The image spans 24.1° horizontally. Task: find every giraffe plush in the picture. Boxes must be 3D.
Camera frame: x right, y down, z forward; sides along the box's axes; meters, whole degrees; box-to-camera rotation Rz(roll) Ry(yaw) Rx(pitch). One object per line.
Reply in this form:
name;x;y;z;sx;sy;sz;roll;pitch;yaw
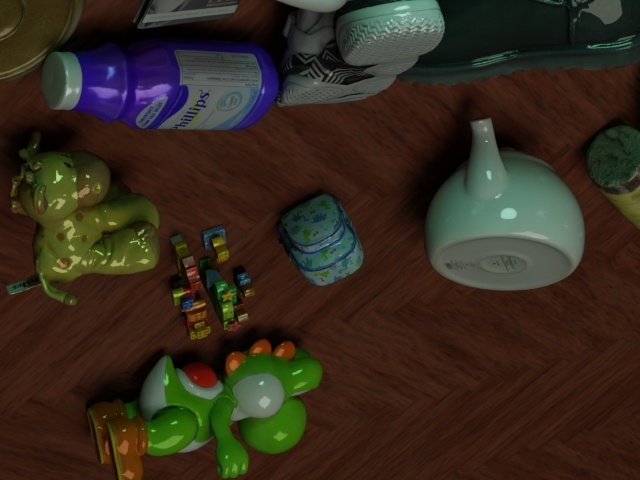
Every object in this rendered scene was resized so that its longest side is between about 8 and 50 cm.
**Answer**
giraffe plush;-0.308;-0.045;1.832;0.210;0.181;0.170;-32;135;-26

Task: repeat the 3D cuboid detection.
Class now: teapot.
teapot;0.273;-0.047;2.212;0.253;0.187;0.256;14;154;-21

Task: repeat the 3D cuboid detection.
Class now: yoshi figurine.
yoshi figurine;-0.160;0.285;2.300;0.362;0.203;0.203;-17;157;-21

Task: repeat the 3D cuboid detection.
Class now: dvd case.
dvd case;-0.110;-0.336;1.697;0.164;0.018;0.221;-18;147;-52

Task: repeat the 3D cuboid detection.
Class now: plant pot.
plant pot;-0.365;-0.255;1.653;0.236;0.032;0.236;-19;142;-16

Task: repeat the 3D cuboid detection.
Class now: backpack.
backpack;0.000;0.000;2.124;0.105;0.114;0.084;-28;143;-3

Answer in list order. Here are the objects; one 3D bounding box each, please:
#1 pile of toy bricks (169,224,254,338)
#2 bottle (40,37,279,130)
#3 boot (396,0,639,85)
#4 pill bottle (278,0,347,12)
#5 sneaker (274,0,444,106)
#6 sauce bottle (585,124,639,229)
pile of toy bricks;-0.145;0.082;2.127;0.118;0.105;0.212;-19;142;-15
bottle;-0.190;-0.186;1.783;0.283;0.092;0.118;-2;152;-37
boot;0.198;-0.403;1.749;0.367;0.146;0.445;-5;135;12
pill bottle;0.003;-0.427;1.472;0.210;0.210;0.363;10;114;-41
sneaker;0.028;-0.291;1.796;0.137;0.210;0.366;-6;172;-22
sauce bottle;0.535;-0.067;2.412;0.111;0.111;0.344;-39;141;11
